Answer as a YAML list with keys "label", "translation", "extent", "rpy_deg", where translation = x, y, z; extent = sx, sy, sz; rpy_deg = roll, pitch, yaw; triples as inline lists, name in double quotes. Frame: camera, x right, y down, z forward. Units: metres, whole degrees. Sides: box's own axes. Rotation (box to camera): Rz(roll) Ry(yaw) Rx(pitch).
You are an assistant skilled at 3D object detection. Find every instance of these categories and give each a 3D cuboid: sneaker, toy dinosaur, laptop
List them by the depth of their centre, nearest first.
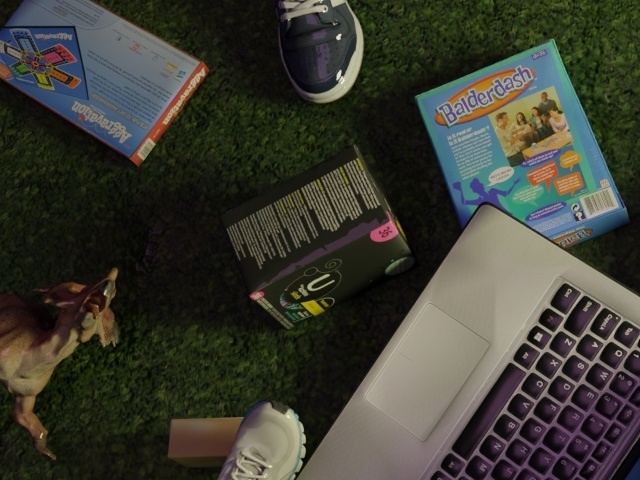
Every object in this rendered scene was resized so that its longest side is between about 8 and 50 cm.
- label: "laptop"
  translation: [0.169, 0.194, 1.070]
  extent: [0.408, 0.236, 0.382]
  rpy_deg: [34, 90, 26]
- label: "sneaker"
  translation: [-0.073, 0.242, 1.205]
  extent: [0.071, 0.083, 0.191]
  rpy_deg: [26, 110, 11]
- label: "toy dinosaur"
  translation: [-0.331, 0.103, 1.380]
  extent: [0.295, 0.127, 0.200]
  rpy_deg: [15, 67, 37]
- label: "sneaker"
  translation: [-0.022, -0.303, 1.408]
  extent: [0.099, 0.153, 0.282]
  rpy_deg: [-9, 66, 16]

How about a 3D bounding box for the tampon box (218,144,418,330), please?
- label: "tampon box"
  translation: [0.000, 0.000, 1.297]
  extent: [0.161, 0.120, 0.101]
  rpy_deg: [-27, 62, 8]

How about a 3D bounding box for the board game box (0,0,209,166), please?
- label: "board game box"
  translation: [-0.281, -0.212, 1.535]
  extent: [0.281, 0.027, 0.145]
  rpy_deg: [32, 81, 27]

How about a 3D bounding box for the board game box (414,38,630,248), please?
- label: "board game box"
  translation: [0.205, -0.085, 1.300]
  extent: [0.160, 0.047, 0.210]
  rpy_deg: [-21, 65, 11]

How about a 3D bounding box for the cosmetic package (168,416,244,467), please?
- label: "cosmetic package"
  translation: [-0.091, 0.206, 1.281]
  extent: [0.115, 0.060, 0.041]
  rpy_deg: [-5, 68, 19]
